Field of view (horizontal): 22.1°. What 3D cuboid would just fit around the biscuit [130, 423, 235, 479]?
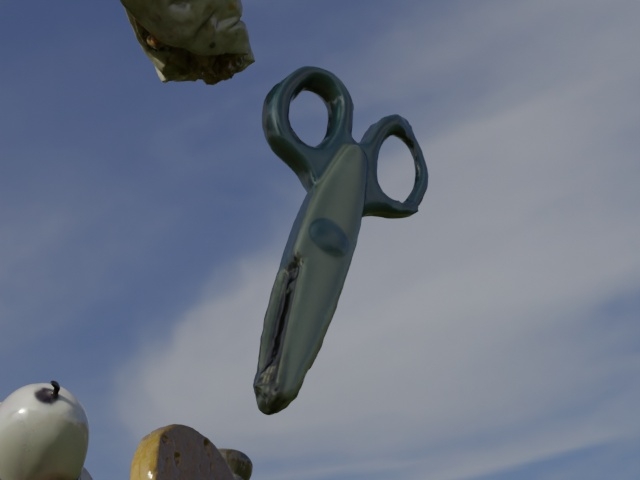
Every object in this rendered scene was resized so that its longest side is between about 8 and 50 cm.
[{"bbox_3d":[-0.053,0.218,0.895,0.035,0.240,0.158,-24,-13,23],"label":"biscuit"}]

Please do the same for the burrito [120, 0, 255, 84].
[{"bbox_3d":[-0.156,-0.287,1.303,0.076,0.392,0.117,13,44,46],"label":"burrito"}]

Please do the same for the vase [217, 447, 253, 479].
[{"bbox_3d":[-0.065,0.192,1.088,0.053,0.101,0.053,-2,-37,-2],"label":"vase"}]

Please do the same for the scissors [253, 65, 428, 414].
[{"bbox_3d":[0.000,0.000,1.117,0.138,0.289,0.041,31,-43,-16],"label":"scissors"}]

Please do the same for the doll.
[{"bbox_3d":[-0.255,0.262,1.468,0.144,0.271,0.208,-6,-28,-25],"label":"doll"}]
